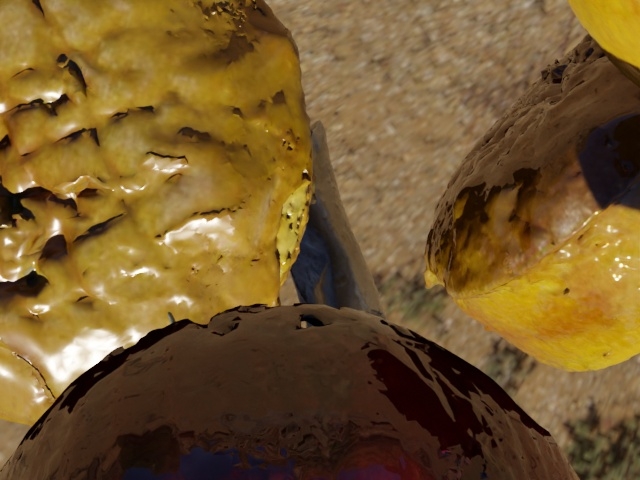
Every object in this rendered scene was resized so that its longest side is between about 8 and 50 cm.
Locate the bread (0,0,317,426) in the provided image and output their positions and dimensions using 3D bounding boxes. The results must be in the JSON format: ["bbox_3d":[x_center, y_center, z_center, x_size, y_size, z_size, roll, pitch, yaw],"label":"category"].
[{"bbox_3d":[-0.196,-0.057,1.149,0.398,0.215,0.398,0,90,6],"label":"bread"}]

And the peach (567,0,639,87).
[{"bbox_3d":[0.218,-0.204,0.726,0.289,0.289,0.308,-37,96,25],"label":"peach"}]

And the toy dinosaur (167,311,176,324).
[{"bbox_3d":[-0.024,0.092,0.883,0.180,0.037,0.058,18,104,25],"label":"toy dinosaur"}]

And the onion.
[{"bbox_3d":[-0.010,0.157,0.678,0.276,0.276,0.276,6,108,17],"label":"onion"}]

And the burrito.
[{"bbox_3d":[0.000,0.000,1.406,0.087,0.060,0.226,-19,87,44],"label":"burrito"}]

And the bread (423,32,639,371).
[{"bbox_3d":[0.213,-0.050,1.079,0.172,0.312,0.312,43,115,-7],"label":"bread"}]
